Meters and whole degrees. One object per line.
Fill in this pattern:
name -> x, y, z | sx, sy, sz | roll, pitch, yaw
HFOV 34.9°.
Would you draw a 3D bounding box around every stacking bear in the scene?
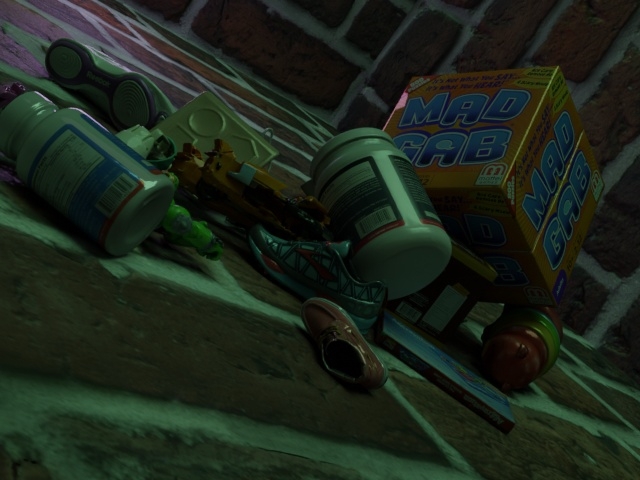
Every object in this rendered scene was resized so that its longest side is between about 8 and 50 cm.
stacking bear -> 0.413, 0.225, 2.130 | 0.164, 0.175, 0.289 | 31, 19, 11

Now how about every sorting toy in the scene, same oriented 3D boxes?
sorting toy -> -0.209, -0.164, 1.868 | 0.193, 0.038, 0.208 | 42, 56, 13

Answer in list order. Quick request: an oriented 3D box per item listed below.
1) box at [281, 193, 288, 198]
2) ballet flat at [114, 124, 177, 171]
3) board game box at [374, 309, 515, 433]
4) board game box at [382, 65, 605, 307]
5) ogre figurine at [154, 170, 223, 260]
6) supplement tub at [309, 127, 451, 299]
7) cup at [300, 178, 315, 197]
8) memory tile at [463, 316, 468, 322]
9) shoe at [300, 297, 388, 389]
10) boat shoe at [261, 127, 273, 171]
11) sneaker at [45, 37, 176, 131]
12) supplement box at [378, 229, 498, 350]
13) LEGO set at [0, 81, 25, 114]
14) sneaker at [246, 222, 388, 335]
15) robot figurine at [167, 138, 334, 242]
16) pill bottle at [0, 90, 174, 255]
box -> -0.093, -0.072, 2.165 | 0.164, 0.021, 0.201 | 28, 13, -38
ballet flat -> -0.301, -0.151, 1.674 | 0.083, 0.087, 0.247 | 37, 11, 6
board game box -> 0.217, 0.230, 1.803 | 0.281, 0.027, 0.145 | 35, 12, -2
board game box -> 0.345, -0.112, 2.177 | 0.356, 0.356, 0.356 | 2, -40, 38
ogre figurine -> -0.229, -0.043, 1.440 | 0.197, 0.097, 0.118 | 54, -3, 14
supplement tub -> 0.101, -0.048, 1.819 | 0.191, 0.191, 0.272 | 24, 35, -47
cup -> 0.150, -0.108, 2.434 | 0.237, 0.331, 0.331 | 62, 11, -2
memory tile -> 0.286, 0.146, 2.423 | 0.148, 0.012, 0.113 | 39, 11, 17
shoe -> 0.022, 0.142, 1.469 | 0.178, 0.063, 0.081 | 46, 9, 28
boat shoe -> -0.166, -0.181, 2.081 | 0.157, 0.135, 0.367 | 13, 12, -22
sneaker -> -0.378, -0.290, 1.963 | 0.305, 0.114, 0.152 | 38, 12, 11
supplement box -> 0.198, 0.071, 1.977 | 0.191, 0.194, 0.129 | 32, 11, -18
LEGO set -> -0.503, -0.234, 1.385 | 0.087, 0.093, 0.227 | 41, 12, 26
sneaker -> 0.000, 0.038, 1.689 | 0.262, 0.125, 0.104 | 36, 10, 2
robot figurine -> -0.106, -0.069, 1.739 | 0.291, 0.085, 0.211 | 31, -17, -34
pill bottle -> -0.306, -0.091, 1.301 | 0.221, 0.124, 0.124 | 38, 11, 11
